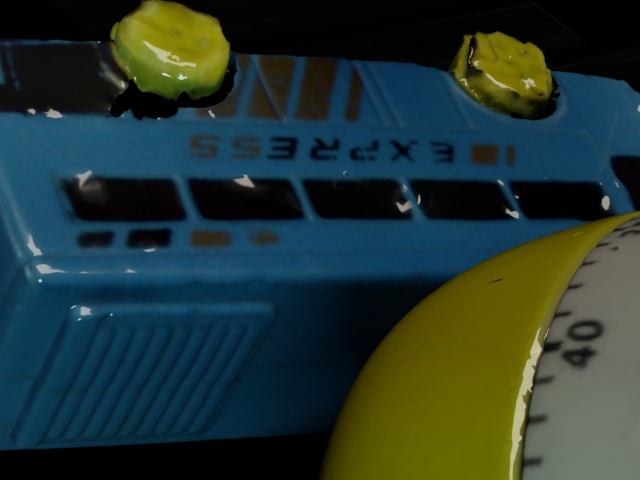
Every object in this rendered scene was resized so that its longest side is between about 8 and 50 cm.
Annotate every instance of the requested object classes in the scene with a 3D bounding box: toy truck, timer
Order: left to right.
[{"bbox_3d":[0.000,0.000,0.821,0.385,0.161,0.162,0,51,-31],"label":"toy truck"},{"bbox_3d":[0.088,0.127,0.646,0.285,0.285,0.285,15,34,-11],"label":"timer"}]
